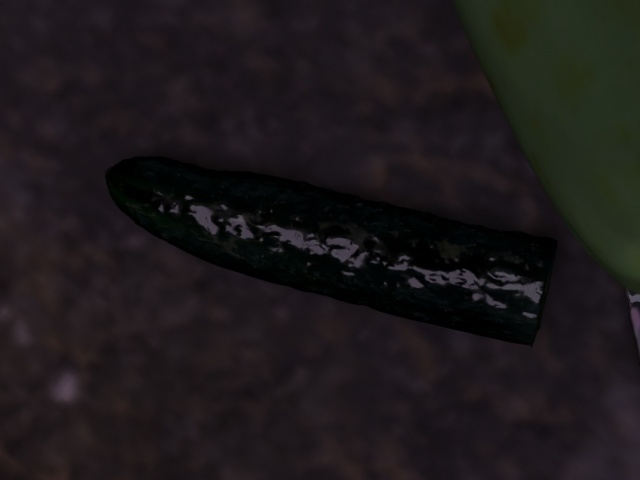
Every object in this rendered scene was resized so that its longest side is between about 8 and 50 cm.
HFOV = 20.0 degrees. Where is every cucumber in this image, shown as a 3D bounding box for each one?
[{"bbox_3d":[0.000,0.000,0.518,0.133,0.032,0.032,13,100,8],"label":"cucumber"}]

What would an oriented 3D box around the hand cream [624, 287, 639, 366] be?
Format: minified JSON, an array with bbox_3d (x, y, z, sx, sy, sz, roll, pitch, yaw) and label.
[{"bbox_3d":[0.144,0.116,0.504,0.086,0.055,0.235,-8,88,9],"label":"hand cream"}]

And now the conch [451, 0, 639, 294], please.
[{"bbox_3d":[0.099,-0.098,0.456,0.143,0.137,0.251,-30,71,39],"label":"conch"}]
